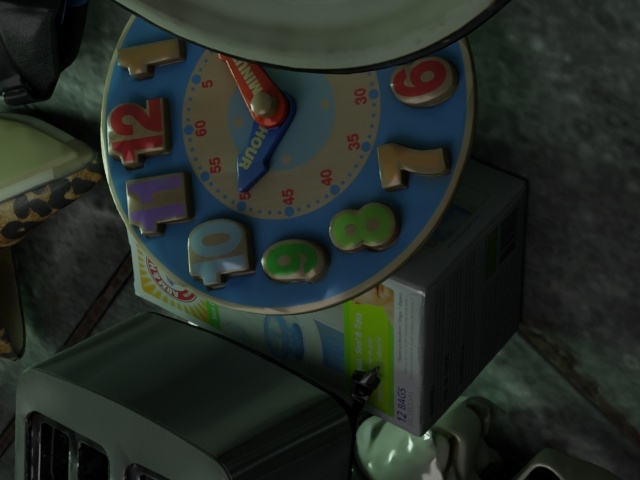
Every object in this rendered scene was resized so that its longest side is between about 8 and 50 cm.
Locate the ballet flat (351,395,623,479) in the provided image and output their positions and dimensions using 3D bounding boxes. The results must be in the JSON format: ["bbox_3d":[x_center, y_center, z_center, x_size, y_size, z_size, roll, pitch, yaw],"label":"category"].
[{"bbox_3d":[0.103,0.145,1.153,0.280,0.095,0.096,21,128,16],"label":"ballet flat"}]

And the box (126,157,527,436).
[{"bbox_3d":[0.000,0.000,1.093,0.203,0.103,0.114,25,139,26],"label":"box"}]

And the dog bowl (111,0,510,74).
[{"bbox_3d":[-0.026,-0.279,0.813,0.408,0.150,0.408,27,141,25],"label":"dog bowl"}]

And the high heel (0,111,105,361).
[{"bbox_3d":[-0.194,0.007,1.336,0.261,0.093,0.186,-10,135,40],"label":"high heel"}]

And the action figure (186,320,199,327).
[{"bbox_3d":[-0.082,0.172,1.233,0.139,0.280,0.091,-12,158,14],"label":"action figure"}]

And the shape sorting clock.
[{"bbox_3d":[-0.020,-0.065,1.005,0.206,0.040,0.206,-3,83,26],"label":"shape sorting clock"}]

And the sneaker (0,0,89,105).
[{"bbox_3d":[-0.193,-0.183,1.147,0.121,0.079,0.217,0,117,21],"label":"sneaker"}]

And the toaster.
[{"bbox_3d":[-0.071,0.136,1.079,0.168,0.110,0.186,22,119,33],"label":"toaster"}]
